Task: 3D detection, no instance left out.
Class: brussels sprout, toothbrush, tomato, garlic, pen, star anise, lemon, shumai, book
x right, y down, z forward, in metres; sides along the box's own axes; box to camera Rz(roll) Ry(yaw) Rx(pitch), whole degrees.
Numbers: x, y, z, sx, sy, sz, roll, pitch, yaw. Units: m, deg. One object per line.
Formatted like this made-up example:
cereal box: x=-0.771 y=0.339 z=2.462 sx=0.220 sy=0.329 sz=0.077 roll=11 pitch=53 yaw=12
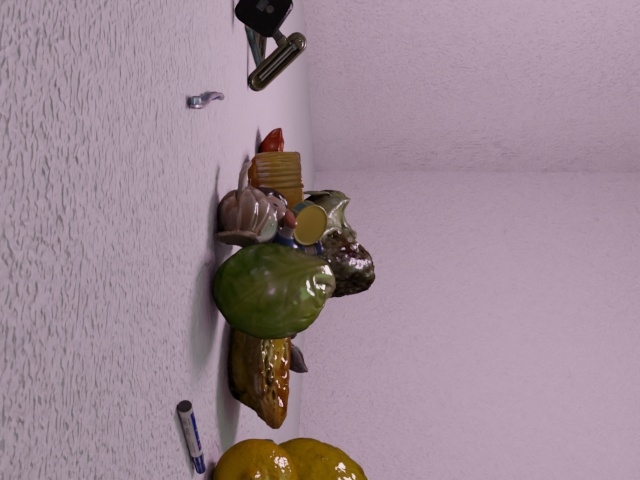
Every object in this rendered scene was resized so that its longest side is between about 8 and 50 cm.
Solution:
brussels sprout: x=-0.098 y=0.102 z=1.509 sx=0.244 sy=0.244 sz=0.244 roll=0 pitch=90 yaw=-87
toothbrush: x=-0.214 y=-0.269 z=1.404 sx=0.269 sy=0.021 sz=0.027 roll=-79 pitch=174 yaw=-76
tomato: x=-0.146 y=-0.256 z=2.156 sx=0.155 sy=0.069 sz=0.155 roll=2 pitch=90 yaw=-89
garlic: x=-0.164 y=-0.072 z=1.565 sx=0.127 sy=0.131 sz=0.194 roll=41 pitch=40 yaw=-62
pen: x=-0.223 y=0.349 z=1.293 sx=0.025 sy=0.025 sz=0.204 roll=-86 pitch=175 yaw=-48
star anise: x=-0.129 y=0.312 z=2.198 sx=0.198 sy=0.111 sz=0.257 roll=-6 pitch=80 yaw=-62
lemon: x=-0.134 y=0.506 z=1.522 sx=0.244 sy=0.187 sz=0.187 roll=96 pitch=-4 yaw=-65
shumai: x=0.000 y=0.000 z=2.320 sx=0.395 sy=0.395 sz=0.348 roll=81 pitch=12 yaw=-71
lemon: x=-0.045 y=0.679 z=1.829 sx=0.387 sy=0.350 sz=0.350 roll=-44 pitch=145 yaw=-38
book: x=-0.173 y=-0.610 z=2.042 sx=0.282 sy=0.025 sz=0.215 roll=80 pitch=13 yaw=-78

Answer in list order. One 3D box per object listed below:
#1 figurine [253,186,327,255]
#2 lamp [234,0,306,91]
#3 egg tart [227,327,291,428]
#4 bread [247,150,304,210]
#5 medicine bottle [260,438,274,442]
figurine: x=-0.110 y=-0.046 z=1.698 sx=0.158 sy=0.275 sz=0.161 roll=-50 pitch=136 yaw=-11
lamp: x=-0.149 y=-0.505 z=1.846 sx=0.203 sy=0.124 sz=0.283 roll=-56 pitch=170 yaw=-3
egg tart: x=-0.146 y=0.281 z=1.763 sx=0.341 sy=0.129 sz=0.341 roll=0 pitch=90 yaw=-85
bread: x=-0.121 y=-0.091 z=1.964 sx=0.204 sy=0.156 sz=0.288 roll=-103 pitch=-172 yaw=-67
medicine bottle: x=-0.152 y=0.667 z=2.111 sx=0.258 sy=0.079 sz=0.124 roll=88 pitch=1 yaw=-50
